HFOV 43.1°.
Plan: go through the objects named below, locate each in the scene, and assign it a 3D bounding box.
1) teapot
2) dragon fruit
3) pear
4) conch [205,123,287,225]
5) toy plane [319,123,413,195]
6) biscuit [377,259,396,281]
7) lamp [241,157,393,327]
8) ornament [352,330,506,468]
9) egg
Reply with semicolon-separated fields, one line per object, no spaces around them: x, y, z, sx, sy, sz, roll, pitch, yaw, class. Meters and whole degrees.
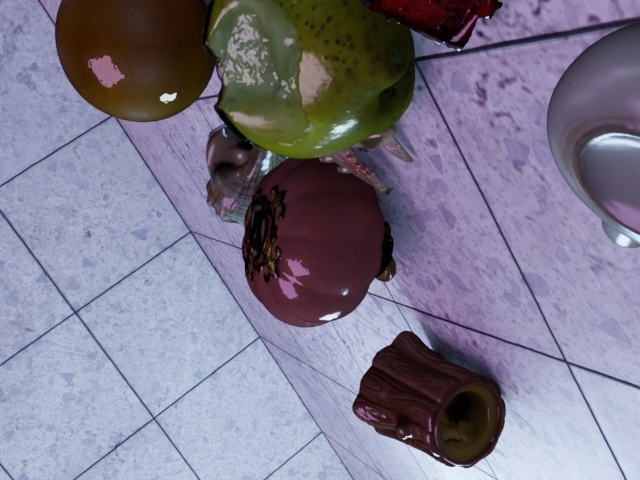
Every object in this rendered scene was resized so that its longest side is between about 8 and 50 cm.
0.274;-0.072;0.669;0.220;0.149;0.318;48;163;-7;teapot
0.119;-0.287;0.803;0.161;0.120;0.127;-47;36;48;dragon fruit
-0.007;-0.219;1.022;0.292;0.159;0.292;26;131;34;pear
-0.140;-0.160;1.619;0.203;0.169;0.386;31;126;0;conch
0.024;-0.164;1.227;0.244;0.092;0.229;10;139;45;toy plane
0.083;0.022;1.571;0.175;0.026;0.124;30;151;52;biscuit
0.000;0.000;1.390;0.305;0.239;0.305;-22;64;58;lamp
0.206;0.306;1.515;0.217;0.221;0.235;15;112;59;ornament
-0.340;-0.365;1.485;0.351;0.282;0.283;38;157;44;egg
